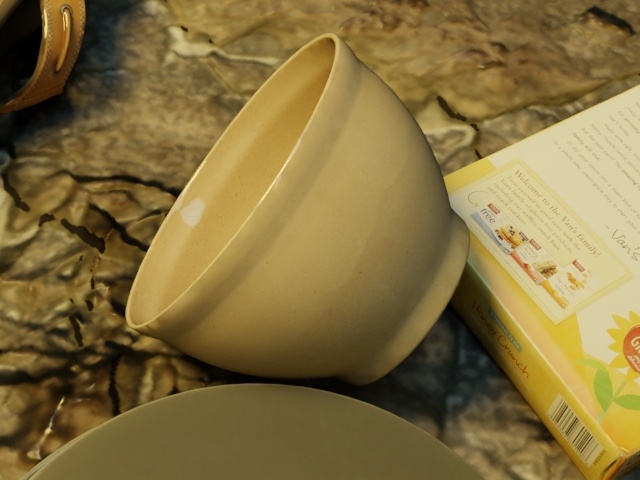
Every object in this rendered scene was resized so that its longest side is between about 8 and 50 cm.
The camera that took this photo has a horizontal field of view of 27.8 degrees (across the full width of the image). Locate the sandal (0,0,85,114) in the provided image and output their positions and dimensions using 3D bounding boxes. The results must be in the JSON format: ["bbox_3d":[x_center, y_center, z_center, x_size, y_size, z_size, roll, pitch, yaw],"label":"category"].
[{"bbox_3d":[-0.153,-0.112,0.702,0.060,0.090,0.219,38,49,-8],"label":"sandal"}]

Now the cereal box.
[{"bbox_3d":[0.188,0.001,0.680,0.240,0.047,0.173,-24,63,-23],"label":"cereal box"}]

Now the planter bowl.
[{"bbox_3d":[0.000,0.000,0.603,0.109,0.162,0.162,34,54,-17],"label":"planter bowl"}]

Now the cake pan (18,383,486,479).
[{"bbox_3d":[-0.023,0.180,0.524,0.293,0.054,0.293,4,55,-6],"label":"cake pan"}]
